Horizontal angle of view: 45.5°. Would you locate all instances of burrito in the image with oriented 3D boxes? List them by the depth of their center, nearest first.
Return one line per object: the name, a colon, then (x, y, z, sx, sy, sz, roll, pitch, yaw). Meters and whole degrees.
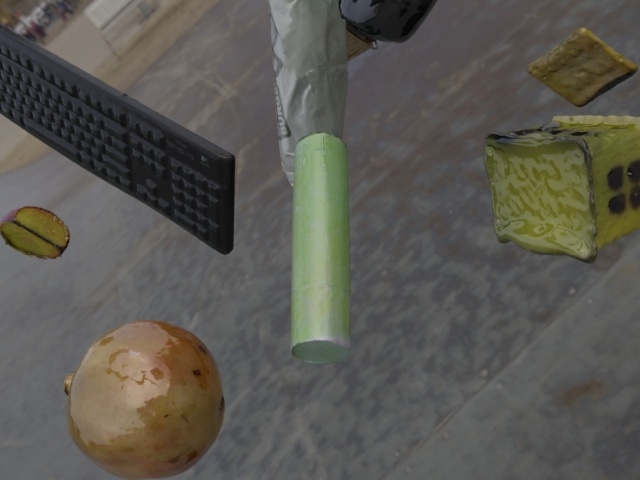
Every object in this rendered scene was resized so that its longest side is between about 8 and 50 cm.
burrito: (-0.018, -0.294, 1.122, 0.101, 0.445, 0.139, 16, 34, 32)

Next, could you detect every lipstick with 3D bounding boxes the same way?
lipstick: (0.000, 0.000, 0.942, 0.076, 0.076, 0.304, -25, 50, 35)

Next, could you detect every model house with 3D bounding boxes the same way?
model house: (0.377, -0.084, 1.051, 0.234, 0.174, 0.193, -13, 13, -26)

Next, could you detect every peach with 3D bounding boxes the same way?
peach: (-0.375, -0.014, 1.015, 0.083, 0.077, 0.050, 8, 46, 14)

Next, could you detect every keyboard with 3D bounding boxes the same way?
keyboard: (-0.208, -0.112, 0.594, 0.381, 0.103, 0.041, 35, 50, 28)

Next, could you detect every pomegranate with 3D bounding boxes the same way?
pomegranate: (-0.203, 0.189, 0.885, 0.191, 0.191, 0.191, -34, 27, 20)

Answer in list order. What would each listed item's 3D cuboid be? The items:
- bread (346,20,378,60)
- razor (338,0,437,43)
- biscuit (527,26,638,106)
bread: (0.042, -0.440, 1.428, 0.212, 0.224, 0.142, -37, 52, 31)
razor: (0.147, -0.402, 0.894, 0.349, 0.113, 0.204, -50, 23, 26)
biscuit: (0.270, -0.178, 0.791, 0.083, 0.081, 0.018, -36, 31, 55)
